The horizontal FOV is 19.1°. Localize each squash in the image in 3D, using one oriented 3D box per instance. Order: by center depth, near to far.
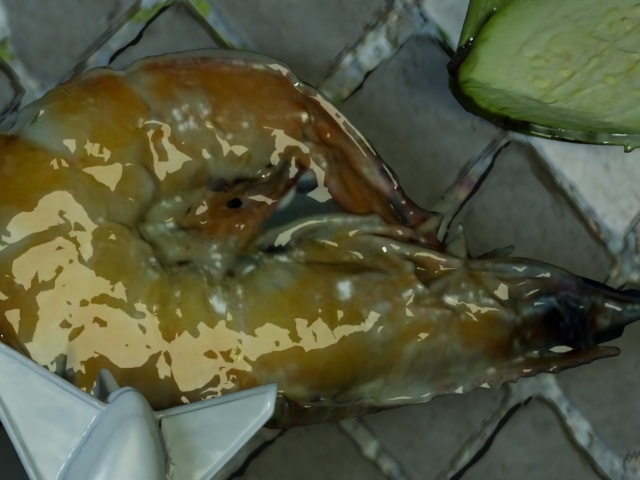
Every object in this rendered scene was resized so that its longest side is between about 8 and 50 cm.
[{"bbox_3d":[0.149,-0.194,0.878,0.137,0.137,0.287,18,75,-23],"label":"squash"}]

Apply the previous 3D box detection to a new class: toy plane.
[{"bbox_3d":[-0.096,0.168,0.713,0.251,0.101,0.255,11,96,-20],"label":"toy plane"}]

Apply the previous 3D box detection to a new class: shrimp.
[{"bbox_3d":[0.000,0.000,0.819,0.317,0.062,0.164,2,83,-21],"label":"shrimp"}]
